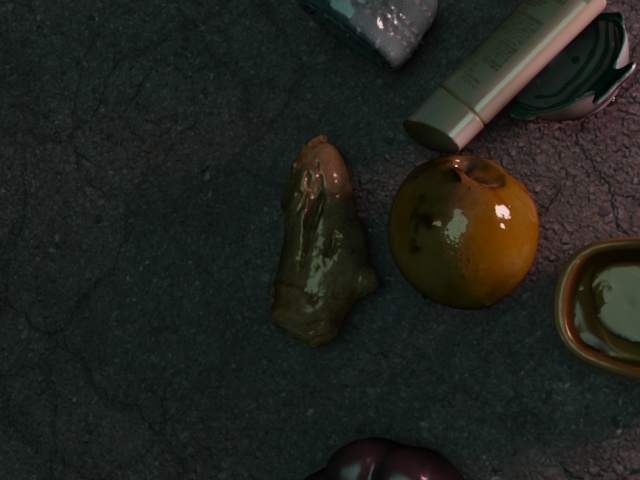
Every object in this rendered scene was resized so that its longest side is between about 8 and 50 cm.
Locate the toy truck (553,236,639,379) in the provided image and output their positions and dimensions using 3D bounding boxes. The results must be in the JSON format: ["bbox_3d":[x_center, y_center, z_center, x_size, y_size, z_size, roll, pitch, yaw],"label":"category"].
[{"bbox_3d":[0.493,0.098,1.333,0.288,0.212,0.204,8,91,26],"label":"toy truck"}]

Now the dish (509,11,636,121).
[{"bbox_3d":[0.405,-0.244,1.448,0.224,0.246,0.078,-45,117,5],"label":"dish"}]

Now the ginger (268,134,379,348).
[{"bbox_3d":[0.000,0.000,1.552,0.190,0.126,0.353,-6,83,22],"label":"ginger"}]

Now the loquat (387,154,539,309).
[{"bbox_3d":[0.216,-0.007,1.443,0.244,0.244,0.243,-2,82,17],"label":"loquat"}]

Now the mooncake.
[{"bbox_3d":[0.103,0.453,1.447,0.306,0.154,0.305,-2,83,20],"label":"mooncake"}]

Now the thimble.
[{"bbox_3d":[0.079,-0.390,1.548,0.235,0.198,0.143,37,94,-15],"label":"thimble"}]

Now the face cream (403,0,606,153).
[{"bbox_3d":[0.283,-0.274,1.490,0.348,0.173,0.081,-45,113,7],"label":"face cream"}]
